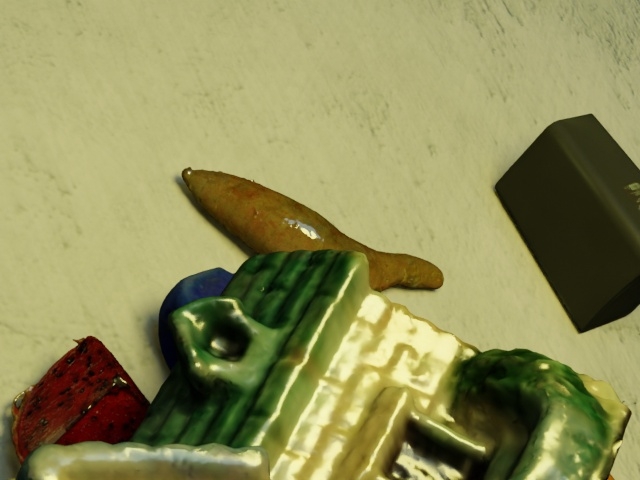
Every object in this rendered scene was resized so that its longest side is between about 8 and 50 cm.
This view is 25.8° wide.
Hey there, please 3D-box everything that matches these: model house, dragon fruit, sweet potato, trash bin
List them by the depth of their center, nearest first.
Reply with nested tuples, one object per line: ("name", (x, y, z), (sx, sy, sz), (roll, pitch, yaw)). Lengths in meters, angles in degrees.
("model house", (-0.050, 0.225, 1.093), (0.400, 0.395, 0.445), (32, 61, 5))
("dragon fruit", (-0.202, 0.189, 1.310), (0.161, 0.120, 0.127), (51, -4, -25))
("sweet potato", (0.003, 0.006, 1.580), (0.346, 0.079, 0.108), (24, 35, -21))
("trash bin", (0.346, -0.027, 1.776), (0.115, 0.165, 0.225), (-14, 63, -39))

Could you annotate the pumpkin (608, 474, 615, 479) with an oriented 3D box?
("pumpkin", (0.321, 0.297, 1.599), (0.073, 0.035, 0.101), (47, 47, 9))

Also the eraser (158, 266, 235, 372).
("eraser", (-0.045, 0.185, 1.394), (0.155, 0.101, 0.332), (-10, 62, -37))
